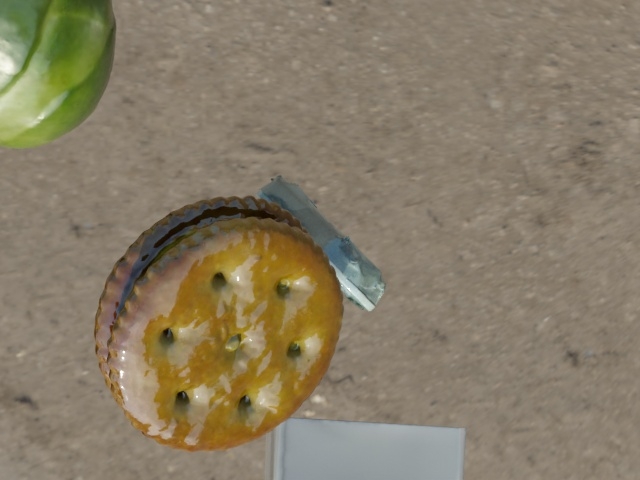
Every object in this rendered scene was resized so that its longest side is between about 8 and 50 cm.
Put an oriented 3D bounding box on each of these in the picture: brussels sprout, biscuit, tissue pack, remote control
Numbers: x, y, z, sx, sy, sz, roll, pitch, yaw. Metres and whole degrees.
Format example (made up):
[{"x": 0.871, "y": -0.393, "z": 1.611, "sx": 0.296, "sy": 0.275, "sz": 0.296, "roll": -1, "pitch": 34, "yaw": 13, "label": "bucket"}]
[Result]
[{"x": -0.405, "y": -0.274, "z": 1.603, "sx": 0.371, "sy": 0.275, "sz": 0.315, "roll": 140, "pitch": 128, "yaw": -59, "label": "brussels sprout"}, {"x": -0.082, "y": 0.072, "z": 1.054, "sx": 0.066, "sy": 0.220, "sz": 0.221, "roll": 38, "pitch": 113, "yaw": 51, "label": "biscuit"}, {"x": 0.053, "y": 0.305, "z": 1.653, "sx": 0.246, "sy": 0.159, "sz": 0.136, "roll": 5, "pitch": 81, "yaw": -8, "label": "tissue pack"}, {"x": 0.000, "y": 0.000, "z": 1.449, "sx": 0.052, "sy": 0.104, "sz": 0.247, "roll": -44, "pitch": 38, "yaw": 0, "label": "remote control"}]
